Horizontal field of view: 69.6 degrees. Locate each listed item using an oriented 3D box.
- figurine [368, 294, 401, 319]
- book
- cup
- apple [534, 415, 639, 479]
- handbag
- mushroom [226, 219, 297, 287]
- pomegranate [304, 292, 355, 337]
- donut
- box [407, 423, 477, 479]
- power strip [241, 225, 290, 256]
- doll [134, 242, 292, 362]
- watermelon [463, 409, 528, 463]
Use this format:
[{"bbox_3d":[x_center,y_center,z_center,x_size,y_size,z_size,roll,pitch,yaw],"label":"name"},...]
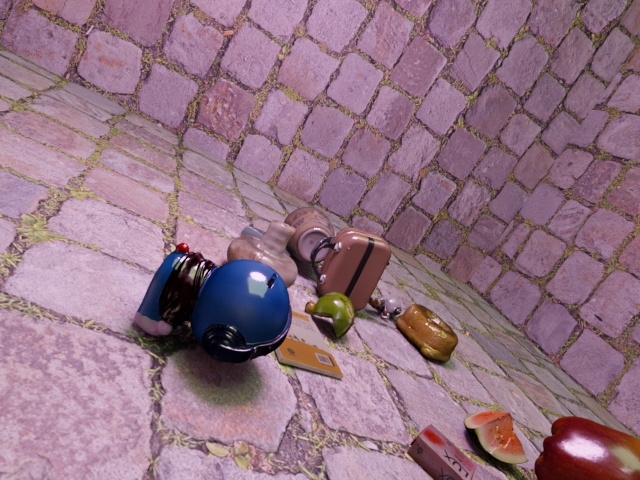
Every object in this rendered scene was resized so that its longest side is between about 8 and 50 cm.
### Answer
[{"bbox_3d":[0.269,0.276,1.924,0.147,0.094,0.197,14,7,40],"label":"figurine"},{"bbox_3d":[-0.067,0.271,1.318,0.207,0.020,0.295,25,15,-30],"label":"book"},{"bbox_3d":[0.000,0.000,1.893,0.300,0.228,0.257,2,15,-12],"label":"cup"},{"bbox_3d":[0.774,0.656,1.272,0.316,0.288,0.288,25,8,32],"label":"apple"},{"bbox_3d":[0.093,0.096,1.735,0.283,0.302,0.149,22,15,-16],"label":"handbag"},{"bbox_3d":[-0.171,0.040,1.487,0.243,0.244,0.243,30,13,-8],"label":"mushroom"},{"bbox_3d":[0.040,0.225,1.496,0.169,0.122,0.143,36,1,32],"label":"pomegranate"},{"bbox_3d":[0.439,0.371,1.864,0.208,0.128,0.261,20,19,-42],"label":"donut"},{"bbox_3d":[0.294,0.528,1.114,0.156,0.060,0.111,37,16,25],"label":"box"},{"bbox_3d":[-0.198,0.033,1.827,0.167,0.054,0.253,15,20,-49],"label":"power strip"},{"bbox_3d":[-0.213,0.142,1.023,0.309,0.240,0.284,26,28,-1],"label":"doll"},{"bbox_3d":[0.512,0.583,1.347,0.193,0.137,0.146,3,66,-64],"label":"watermelon"}]
